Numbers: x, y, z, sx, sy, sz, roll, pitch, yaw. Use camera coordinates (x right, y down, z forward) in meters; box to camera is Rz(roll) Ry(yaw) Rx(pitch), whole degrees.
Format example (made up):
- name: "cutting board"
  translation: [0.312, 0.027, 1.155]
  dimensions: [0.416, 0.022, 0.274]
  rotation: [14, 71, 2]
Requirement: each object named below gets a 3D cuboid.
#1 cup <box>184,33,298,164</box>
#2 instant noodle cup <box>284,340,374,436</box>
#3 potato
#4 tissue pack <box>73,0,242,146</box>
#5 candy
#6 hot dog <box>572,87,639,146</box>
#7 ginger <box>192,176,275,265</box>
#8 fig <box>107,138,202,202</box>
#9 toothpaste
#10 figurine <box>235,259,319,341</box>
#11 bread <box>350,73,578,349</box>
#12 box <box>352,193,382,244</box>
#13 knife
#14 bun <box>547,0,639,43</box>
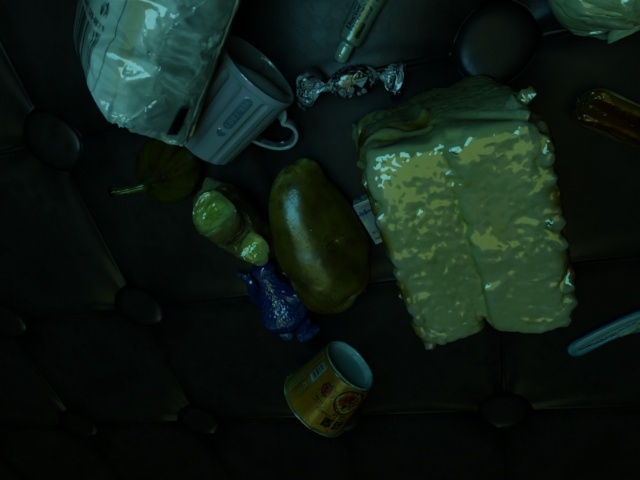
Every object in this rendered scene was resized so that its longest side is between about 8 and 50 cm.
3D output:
- name: "cup"
  translation: [-0.160, -0.247, 0.818]
  dimensions: [0.202, 0.167, 0.221]
  rotation: [-39, 98, 29]
- name: "instant noodle cup"
  translation: [0.034, 0.390, 1.129]
  dimensions: [0.216, 0.215, 0.172]
  rotation: [34, 109, -10]
- name: "potato"
  translation: [0.000, 0.000, 0.929]
  dimensions: [0.196, 0.176, 0.368]
  rotation: [-17, 109, 15]
- name: "tissue pack"
  translation: [-0.285, -0.395, 0.671]
  dimensions: [0.390, 0.195, 0.375]
  rotation: [-50, 59, 33]
- name: "candy"
  translation: [0.056, -0.307, 0.820]
  dimensions: [0.227, 0.051, 0.093]
  rotation: [-5, 128, 14]
- name: "hot dog"
  translation: [0.557, -0.230, 0.777]
  dimensions: [0.188, 0.055, 0.072]
  rotation: [22, 117, -4]
- name: "ginger"
  translation: [-0.181, -0.026, 0.943]
  dimensions: [0.123, 0.218, 0.270]
  rotation: [-38, 142, 1]
- name: "fig"
  translation: [-0.337, -0.152, 0.890]
  dimensions: [0.148, 0.186, 0.142]
  rotation: [20, 103, -11]
- name: "toothpaste"
  translation: [0.096, -0.443, 0.742]
  dimensions: [0.067, 0.037, 0.255]
  rotation: [30, 116, -2]
- name: "figurine"
  translation: [-0.108, 0.157, 1.060]
  dimensions: [0.164, 0.120, 0.262]
  rotation: [-26, 110, 25]
- name: "bread"
  translation: [0.232, -0.070, 0.735]
  dimensions: [0.280, 0.390, 0.371]
  rotation: [-19, 115, 13]
- name: "box"
  translation: [0.122, -0.051, 0.956]
  dimensions: [0.051, 0.036, 0.117]
  rotation: [-27, 112, 22]
- name: "knife"
  translation: [0.722, 0.231, 1.022]
  dimensions: [0.222, 0.031, 0.064]
  rotation: [-38, 111, 25]
- name: "bun"
  translation: [0.469, -0.405, 0.620]
  dimensions: [0.230, 0.145, 0.229]
  rotation: [-16, 157, -7]
